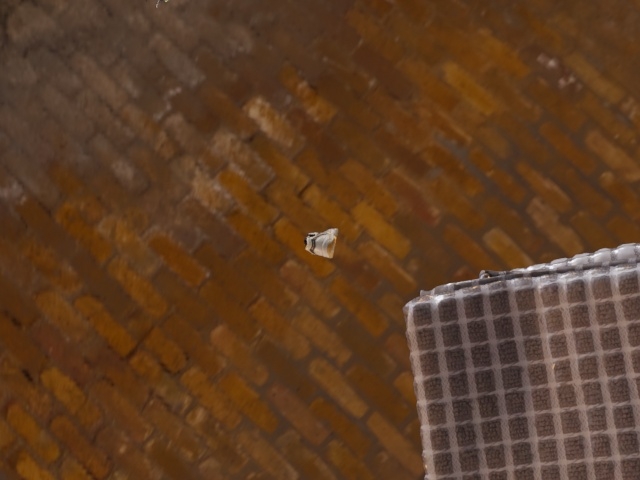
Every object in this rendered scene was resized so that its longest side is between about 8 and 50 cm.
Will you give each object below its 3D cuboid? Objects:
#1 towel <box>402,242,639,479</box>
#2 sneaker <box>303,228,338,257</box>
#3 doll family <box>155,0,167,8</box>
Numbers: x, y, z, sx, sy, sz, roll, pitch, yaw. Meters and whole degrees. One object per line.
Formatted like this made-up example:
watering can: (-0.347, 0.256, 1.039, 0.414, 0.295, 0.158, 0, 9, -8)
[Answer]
towel: (0.186, 0.147, 0.847, 0.235, 0.121, 0.283, -11, -96, 26)
sneaker: (0.000, 0.000, 1.415, 0.037, 0.083, 0.032, 10, -86, 2)
doll family: (-0.132, -0.274, 1.156, 0.193, 0.111, 0.076, -34, -74, -12)
